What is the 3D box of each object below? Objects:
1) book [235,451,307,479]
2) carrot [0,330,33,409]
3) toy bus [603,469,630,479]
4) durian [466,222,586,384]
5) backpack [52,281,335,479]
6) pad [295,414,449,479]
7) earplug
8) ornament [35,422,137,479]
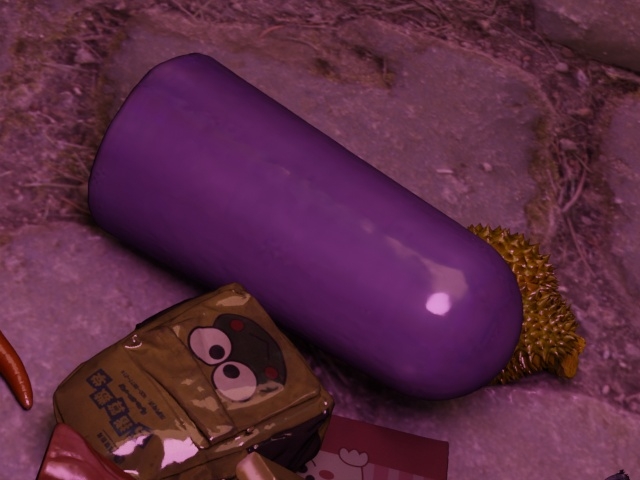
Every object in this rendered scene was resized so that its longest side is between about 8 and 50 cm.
[{"bbox_3d":[0.070,0.344,1.605,0.035,0.239,0.352,-41,63,4],"label":"book"},{"bbox_3d":[-0.318,0.108,1.808,0.035,0.035,0.142,-26,65,-37],"label":"carrot"},{"bbox_3d":[0.242,0.294,1.778,0.199,0.108,0.096,-1,43,-24],"label":"toy bus"},{"bbox_3d":[0.181,0.070,1.946,0.159,0.146,0.198,-23,55,-34],"label":"durian"},{"bbox_3d":[-0.127,0.165,1.745,0.253,0.140,0.207,-25,58,-27],"label":"backpack"},{"bbox_3d":[-0.021,0.239,1.807,0.300,0.005,0.202,15,44,-6],"label":"pad"},{"bbox_3d":[0.000,0.000,1.855,0.456,0.215,0.215,31,44,22],"label":"earplug"},{"bbox_3d":[-0.161,0.292,1.568,0.218,0.235,0.221,20,88,-6],"label":"ornament"}]
